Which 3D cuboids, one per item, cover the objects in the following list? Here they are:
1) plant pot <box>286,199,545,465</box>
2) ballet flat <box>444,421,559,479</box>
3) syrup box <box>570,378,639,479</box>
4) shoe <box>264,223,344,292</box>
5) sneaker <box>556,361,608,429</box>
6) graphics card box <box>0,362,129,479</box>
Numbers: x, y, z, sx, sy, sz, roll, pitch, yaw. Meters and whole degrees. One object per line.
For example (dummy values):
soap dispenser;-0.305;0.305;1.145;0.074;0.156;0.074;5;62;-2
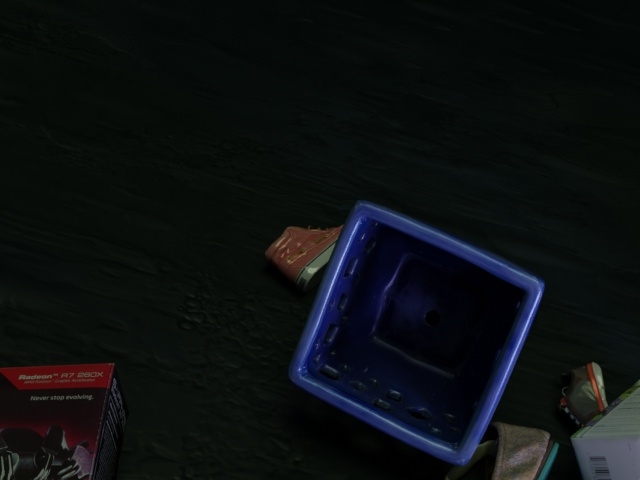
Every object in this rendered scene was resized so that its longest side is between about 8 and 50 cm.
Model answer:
plant pot;0.123;0.097;1.194;0.236;0.236;0.212;24;8;11
ballet flat;0.176;0.305;1.092;0.106;0.107;0.316;23;29;15
syrup box;0.409;0.235;1.203;0.237;0.096;0.093;-21;95;-47
shoe;0.000;0.000;1.415;0.081;0.063;0.178;37;48;16
sneaker;0.340;0.228;1.281;0.065;0.061;0.158;-9;37;13
graphics card box;-0.321;0.277;0.924;0.233;0.094;0.371;-2;41;1
